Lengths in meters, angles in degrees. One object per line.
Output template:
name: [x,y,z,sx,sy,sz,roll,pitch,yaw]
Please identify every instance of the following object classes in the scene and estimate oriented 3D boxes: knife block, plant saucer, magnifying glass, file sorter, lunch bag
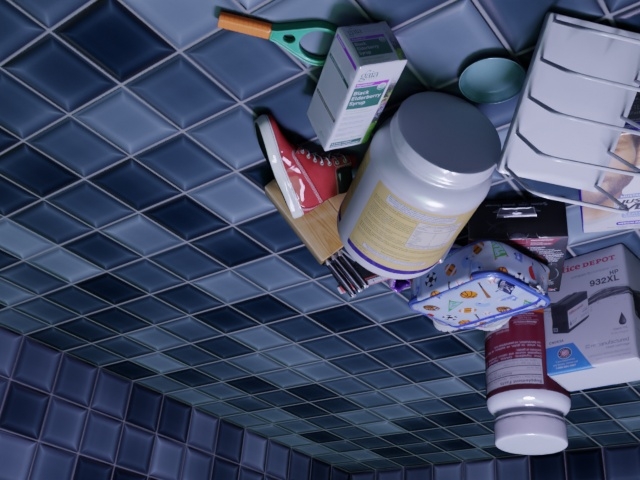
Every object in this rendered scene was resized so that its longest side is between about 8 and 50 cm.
knife block: [0.000,0.000,1.666,0.276,0.242,0.088,7,171,-3]
plant saucer: [0.311,-0.294,1.349,0.119,0.021,0.119,5,149,3]
magnifying glass: [-0.064,-0.357,1.299,0.231,0.026,0.092,12,149,-10]
file sorter: [0.439,-0.202,1.210,0.193,0.173,0.277,11,112,-8]
lunch bag: [0.373,0.113,1.724,0.243,0.114,0.303,27,147,-31]

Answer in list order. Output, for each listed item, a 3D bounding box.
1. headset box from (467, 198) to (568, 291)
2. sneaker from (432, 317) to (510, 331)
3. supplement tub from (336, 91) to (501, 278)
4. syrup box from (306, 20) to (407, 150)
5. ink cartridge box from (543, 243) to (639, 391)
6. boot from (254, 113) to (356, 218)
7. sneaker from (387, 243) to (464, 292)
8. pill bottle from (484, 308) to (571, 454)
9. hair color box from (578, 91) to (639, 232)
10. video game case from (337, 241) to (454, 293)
headset box: [0.458,0.010,1.749,0.218,0.110,0.293,-2,149,13]
sneaker: [0.413,0.192,2.071,0.252,0.103,0.111,-13,146,27]
supplement tub: [0.187,-0.102,1.462,0.241,0.241,0.331,12,142,-11]
syrup box: [0.059,-0.271,1.329,0.093,0.096,0.237,-15,157,-23]
ink cartridge box: [0.675,0.190,1.828,0.223,0.307,0.129,-22,138,38]
boot: [-0.024,-0.181,1.551,0.176,0.088,0.244,-26,125,-2]
sneaker: [0.266,0.075,1.897,0.236,0.104,0.095,-15,142,29]
pill bottle: [0.572,0.375,2.069,0.224,0.392,0.224,4,150,2]
hair color box: [0.603,-0.148,1.469,0.185,0.110,0.339,-5,146,19]
video game case: [0.191,0.030,1.754,0.285,0.204,0.025,-21,108,37]
